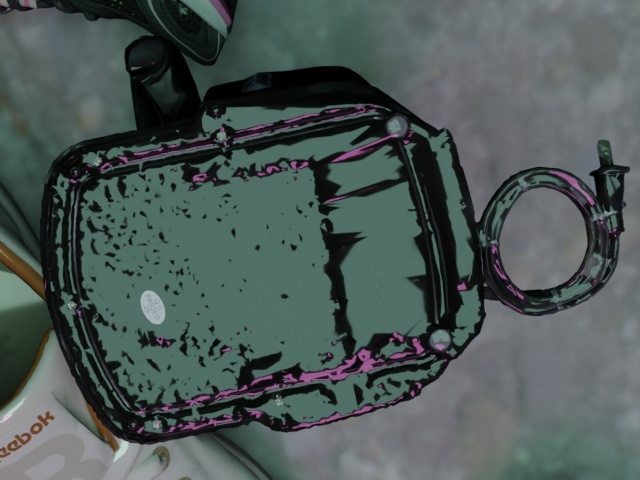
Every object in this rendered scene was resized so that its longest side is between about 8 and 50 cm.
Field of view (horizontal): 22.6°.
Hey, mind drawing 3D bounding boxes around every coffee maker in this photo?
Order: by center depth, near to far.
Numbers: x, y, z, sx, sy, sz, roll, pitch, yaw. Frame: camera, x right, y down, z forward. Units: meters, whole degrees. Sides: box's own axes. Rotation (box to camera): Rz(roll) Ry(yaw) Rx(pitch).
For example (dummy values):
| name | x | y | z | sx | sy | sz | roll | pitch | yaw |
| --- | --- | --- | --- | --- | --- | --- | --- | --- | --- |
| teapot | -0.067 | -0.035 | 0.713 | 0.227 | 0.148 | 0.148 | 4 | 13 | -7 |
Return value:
| name | x | y | z | sx | sy | sz | roll | pitch | yaw |
| --- | --- | --- | --- | --- | --- | --- | --- | --- | --- |
| coffee maker | 0.000 | 0.000 | 0.560 | 0.171 | 0.178 | 0.120 | 11 | 98 | -1 |

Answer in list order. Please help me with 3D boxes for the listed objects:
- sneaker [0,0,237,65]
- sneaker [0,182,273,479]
| name | x | y | z | sx | sy | sz | roll | pitch | yaw |
| --- | --- | --- | --- | --- | --- | --- | --- | --- | --- |
| sneaker | -0.114 | -0.113 | 0.605 | 0.178 | 0.072 | 0.077 | 34 | 107 | 2 |
| sneaker | -0.092 | 0.094 | 0.599 | 0.106 | 0.123 | 0.290 | -40 | 98 | 1 |
